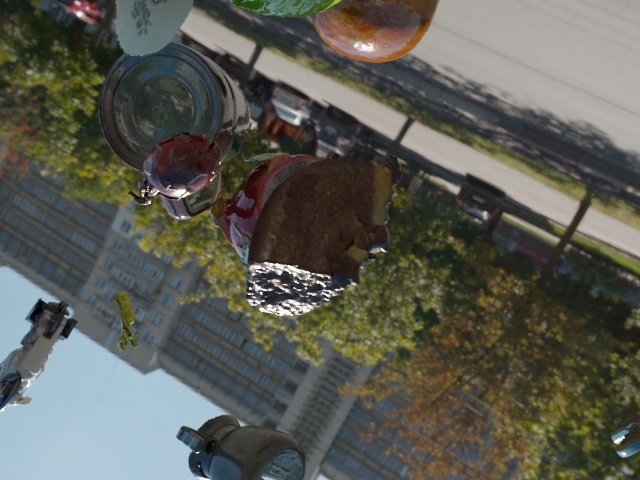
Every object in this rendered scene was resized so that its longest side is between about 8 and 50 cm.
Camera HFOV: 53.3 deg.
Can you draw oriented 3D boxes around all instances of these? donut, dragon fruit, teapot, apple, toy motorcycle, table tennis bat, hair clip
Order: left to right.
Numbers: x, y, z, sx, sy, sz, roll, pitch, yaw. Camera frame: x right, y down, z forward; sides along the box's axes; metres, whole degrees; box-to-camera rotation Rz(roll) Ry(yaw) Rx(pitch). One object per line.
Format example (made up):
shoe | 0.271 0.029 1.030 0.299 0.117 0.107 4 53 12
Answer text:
toy motorcycle | -0.529 0.210 1.152 0.102 0.221 0.150 38 143 -23
hair clip | -0.489 0.192 1.597 0.046 0.072 0.173 -14 -137 -8
dragon fruit | -0.228 -0.094 0.941 0.094 0.190 0.094 34 -137 -39
teapot | -0.250 -0.197 1.246 0.233 0.315 0.312 7 -174 11
teapot | -0.229 0.554 1.578 0.285 0.223 0.305 13 -174 40
dragon fruit | -0.081 -0.043 1.354 0.290 0.290 0.189 22 164 -39
donut | -0.002 -0.009 0.703 0.144 0.126 0.186 17 -128 -8
apple | 0.142 -0.544 1.448 0.301 0.301 0.301 28 -172 -4
table tennis bat | 0.368 0.210 0.724 0.019 0.100 0.155 43 165 21

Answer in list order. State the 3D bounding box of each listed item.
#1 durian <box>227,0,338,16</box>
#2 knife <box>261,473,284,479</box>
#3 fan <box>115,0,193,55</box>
durian | -0.077 -0.492 1.086 0.256 0.204 0.340 -11 160 10
knife | 0.053 0.358 0.765 0.336 0.043 0.081 18 143 28
fan | -0.184 -0.434 0.898 0.012 0.414 0.233 8 -135 -47
